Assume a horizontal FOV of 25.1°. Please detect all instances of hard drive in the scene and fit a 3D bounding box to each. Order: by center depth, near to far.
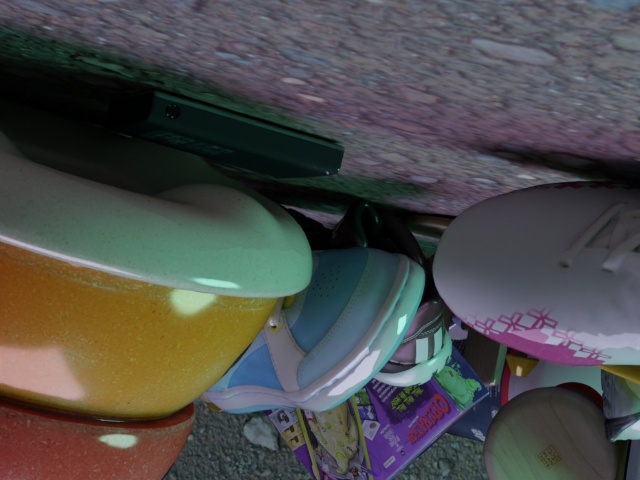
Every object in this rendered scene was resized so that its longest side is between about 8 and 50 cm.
[{"bbox_3d":[-0.064,-0.067,0.946,0.135,0.022,0.094,15,174,-25],"label":"hard drive"}]

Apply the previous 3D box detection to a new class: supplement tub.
[{"bbox_3d":[0.243,0.188,2.014,0.191,0.191,0.272,17,173,-42],"label":"supplement tub"}]

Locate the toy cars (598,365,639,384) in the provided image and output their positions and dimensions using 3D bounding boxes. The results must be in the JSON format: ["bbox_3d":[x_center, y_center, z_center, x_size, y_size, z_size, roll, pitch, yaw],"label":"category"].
[{"bbox_3d":[0.342,0.064,1.068,0.393,0.087,0.176,11,-165,-20],"label":"toy cars"}]

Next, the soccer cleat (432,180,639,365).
[{"bbox_3d":[0.223,0.013,0.780,0.331,0.116,0.143,9,158,12],"label":"soccer cleat"}]

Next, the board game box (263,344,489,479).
[{"bbox_3d":[0.034,0.154,1.532,0.056,0.208,0.347,-26,165,-30],"label":"board game box"}]

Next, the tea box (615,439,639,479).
[{"bbox_3d":[0.484,0.208,1.493,0.328,0.220,0.323,9,175,9],"label":"tea box"}]

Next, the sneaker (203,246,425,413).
[{"bbox_3d":[-0.075,0.040,1.133,0.208,0.127,0.319,34,149,-20],"label":"sneaker"}]

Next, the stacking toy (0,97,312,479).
[{"bbox_3d":[-0.234,0.150,0.977,0.350,0.480,0.350,19,-172,-3],"label":"stacking toy"}]

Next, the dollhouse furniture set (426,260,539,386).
[{"bbox_3d":[0.216,0.151,1.662,0.303,0.198,0.286,16,174,-37],"label":"dollhouse furniture set"}]

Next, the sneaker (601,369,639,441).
[{"bbox_3d":[0.314,0.096,1.201,0.129,0.111,0.297,5,-167,28],"label":"sneaker"}]

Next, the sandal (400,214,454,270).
[{"bbox_3d":[0.146,0.030,1.178,0.088,0.079,0.240,17,173,-43],"label":"sandal"}]

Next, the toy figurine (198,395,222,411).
[{"bbox_3d":[-0.161,0.072,1.626,0.213,0.210,0.148,10,164,39],"label":"toy figurine"}]

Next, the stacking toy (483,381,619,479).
[{"bbox_3d":[0.282,0.224,1.648,0.141,0.141,0.330,11,-177,16],"label":"stacking toy"}]

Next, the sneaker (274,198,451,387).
[{"bbox_3d":[0.000,0.000,1.255,0.281,0.106,0.162,30,148,18],"label":"sneaker"}]
